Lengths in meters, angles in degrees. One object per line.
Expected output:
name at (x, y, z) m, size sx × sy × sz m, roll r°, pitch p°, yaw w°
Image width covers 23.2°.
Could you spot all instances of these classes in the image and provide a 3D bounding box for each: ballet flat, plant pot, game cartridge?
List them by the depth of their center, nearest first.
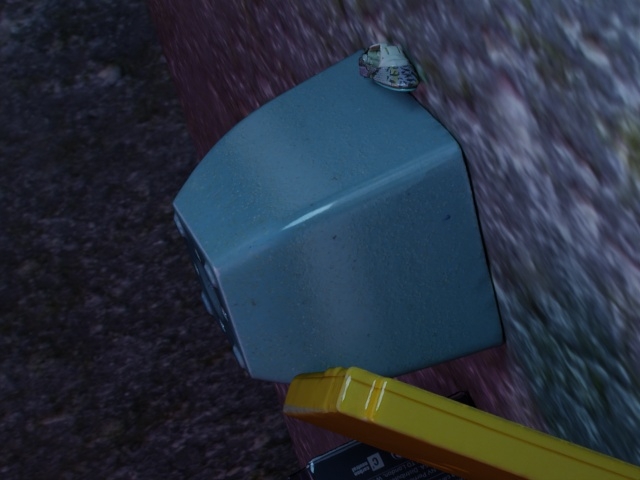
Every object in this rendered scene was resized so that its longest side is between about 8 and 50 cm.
game cartridge at (0.126, 0.175, 1.356) m, size 0.324 × 0.285 × 0.052 m, roll 144°, pitch 145°, yaw -77°
ballet flat at (0.062, -0.166, 1.471) m, size 0.041 × 0.041 × 0.114 m, roll 70°, pitch 169°, yaw -18°
plant pot at (0.000, 0.000, 1.552) m, size 0.247 × 0.252 × 0.247 m, roll -126°, pitch 17°, yaw -54°

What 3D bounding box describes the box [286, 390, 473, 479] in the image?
box at (0.140, 0.413, 1.872) m, size 0.395 × 0.212 × 0.293 m, roll 64°, pitch 169°, yaw 9°
